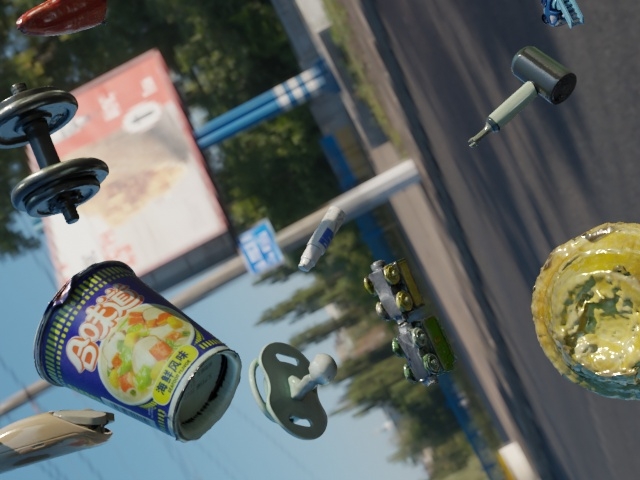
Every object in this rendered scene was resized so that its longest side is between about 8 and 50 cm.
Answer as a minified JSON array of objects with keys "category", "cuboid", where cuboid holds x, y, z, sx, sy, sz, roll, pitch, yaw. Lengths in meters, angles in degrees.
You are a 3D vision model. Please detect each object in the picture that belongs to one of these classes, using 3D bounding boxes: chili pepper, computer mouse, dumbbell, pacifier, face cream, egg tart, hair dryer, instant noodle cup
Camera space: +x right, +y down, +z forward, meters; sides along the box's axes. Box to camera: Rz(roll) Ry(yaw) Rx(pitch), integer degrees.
[{"category":"chili pepper","cuboid":[-0.419,-0.363,1.915,0.065,0.169,0.088,18,126,32]},{"category":"computer mouse","cuboid":[-0.467,0.334,2.032,0.145,0.236,0.082,62,-169,-82]},{"category":"dumbbell","cuboid":[-0.513,-0.164,2.238,0.192,0.192,0.290,53,-168,-80]},{"category":"pacifier","cuboid":[-0.029,0.188,1.605,0.126,0.116,0.150,23,-138,-32]},{"category":"face cream","cuboid":[0.000,0.000,2.071,0.034,0.130,0.034,25,153,14]},{"category":"egg tart","cuboid":[0.449,0.112,1.823,0.115,0.290,0.290,-9,-111,-57]},{"category":"hair dryer","cuboid":[0.301,-0.217,1.890,0.100,0.197,0.057,42,170,35]},{"category":"instant noodle cup","cuboid":[-0.327,0.221,2.246,0.312,0.284,0.284,27,165,25]}]

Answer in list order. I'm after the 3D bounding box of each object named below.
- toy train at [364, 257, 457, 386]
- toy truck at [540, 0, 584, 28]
[{"category":"toy train","cuboid":[0.134,0.120,1.804,0.081,0.060,0.202,-21,-94,-52]},{"category":"toy truck","cuboid":[0.460,-0.432,2.259,0.090,0.056,0.073,-131,25,-57]}]
